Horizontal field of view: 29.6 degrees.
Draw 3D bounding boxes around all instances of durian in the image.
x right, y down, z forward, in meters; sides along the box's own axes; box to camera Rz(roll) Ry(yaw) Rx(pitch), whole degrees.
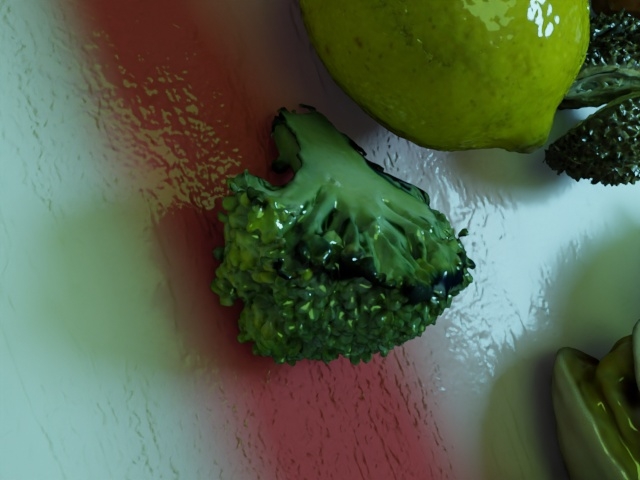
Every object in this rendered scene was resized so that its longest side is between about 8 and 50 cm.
[{"bbox_3d":[0.317,-0.150,1.277,0.196,0.167,0.196,0,97,1],"label":"durian"}]

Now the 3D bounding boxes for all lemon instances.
[{"bbox_3d":[0.117,-0.214,1.137,0.258,0.258,0.310,-38,87,-26],"label":"lemon"}]

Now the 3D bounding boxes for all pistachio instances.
[{"bbox_3d":[0.357,0.229,1.250,0.188,0.187,0.299,-21,86,-28],"label":"pistachio"}]

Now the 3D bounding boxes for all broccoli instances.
[{"bbox_3d":[0.000,0.018,1.133,0.242,0.273,0.180,2,127,-36],"label":"broccoli"}]

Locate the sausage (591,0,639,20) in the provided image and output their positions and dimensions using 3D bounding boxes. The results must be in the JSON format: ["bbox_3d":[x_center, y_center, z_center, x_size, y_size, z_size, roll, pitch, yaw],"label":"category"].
[{"bbox_3d":[0.354,-0.261,1.343,0.179,0.089,0.089,22,71,-50],"label":"sausage"}]
